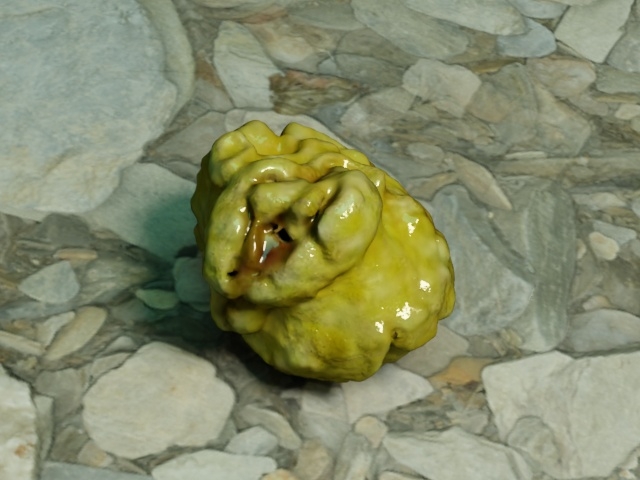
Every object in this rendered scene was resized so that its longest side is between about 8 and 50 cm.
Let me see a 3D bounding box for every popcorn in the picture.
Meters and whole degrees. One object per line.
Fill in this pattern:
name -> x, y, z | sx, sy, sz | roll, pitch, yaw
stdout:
popcorn -> 0.000, 0.000, 1.445 | 0.200, 0.203, 0.226 | -11, 67, -10
